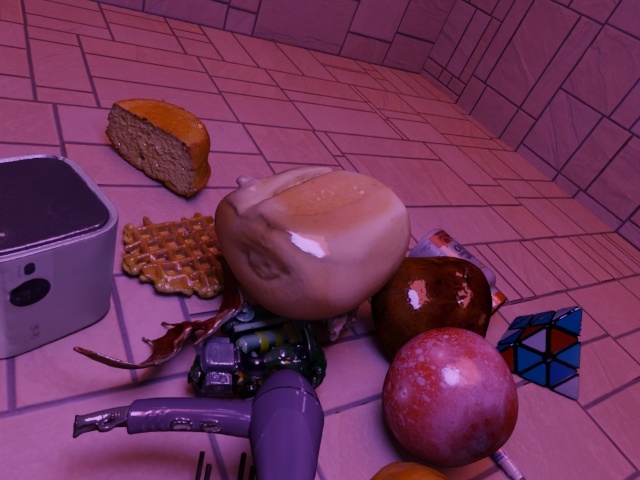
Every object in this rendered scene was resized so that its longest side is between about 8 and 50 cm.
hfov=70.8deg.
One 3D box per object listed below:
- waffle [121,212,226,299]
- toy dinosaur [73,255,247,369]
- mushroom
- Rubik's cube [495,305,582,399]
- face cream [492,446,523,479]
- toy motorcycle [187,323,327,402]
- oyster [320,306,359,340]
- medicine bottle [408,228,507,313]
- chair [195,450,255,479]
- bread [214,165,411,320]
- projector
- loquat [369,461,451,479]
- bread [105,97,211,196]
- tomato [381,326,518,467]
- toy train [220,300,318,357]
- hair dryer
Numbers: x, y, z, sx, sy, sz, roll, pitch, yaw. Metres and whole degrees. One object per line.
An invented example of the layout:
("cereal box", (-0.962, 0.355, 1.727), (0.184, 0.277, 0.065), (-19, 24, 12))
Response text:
("waffle", (-0.322, 0.023, 1.098), (0.300, 0.058, 0.282), (7, 39, -23))
("toy dinosaur", (-0.280, 0.147, 0.854), (0.327, 0.206, 0.113), (-27, 101, -27))
("mushroom", (0.273, 0.190, 1.136), (0.345, 0.259, 0.346), (9, 68, -22))
("Rubik's cube", (0.612, 0.352, 1.236), (0.249, 0.284, 0.234), (-30, 82, -21))
("face cream", (0.391, 0.465, 0.988), (0.034, 0.034, 0.130), (-9, 49, -39))
("toy motorcycle", (-0.103, 0.237, 0.849), (0.274, 0.187, 0.125), (7, 40, -22))
("oyster", (0.020, 0.125, 1.106), (0.198, 0.112, 0.268), (2, 41, -44))
("medicine bottle", (0.411, 0.108, 1.348), (0.156, 0.157, 0.288), (-18, 54, -44))
("chair", (-0.157, 0.438, 0.669), (0.084, 0.101, 0.213), (12, 75, -17))
("bread", (0.000, 0.000, 0.981), (0.347, 0.253, 0.376), (29, 41, 27))
("projector", (-0.531, 0.020, 0.811), (0.248, 0.249, 0.248), (42, 40, 22))
("loquat", (0.154, 0.468, 0.732), (0.234, 0.176, 0.187), (15, 20, -19))
("bread", (-0.436, -0.289, 1.301), (0.339, 0.195, 0.179), (31, 43, 14))
("tomato", (0.256, 0.317, 0.889), (0.270, 0.271, 0.227), (12, 20, -18))
("toy train", (-0.114, 0.196, 0.986), (0.200, 0.083, 0.132), (-7, 49, -35))
("hair dryer", (-0.170, 0.284, 0.635), (0.360, 0.121, 0.301), (4, 14, -4))
